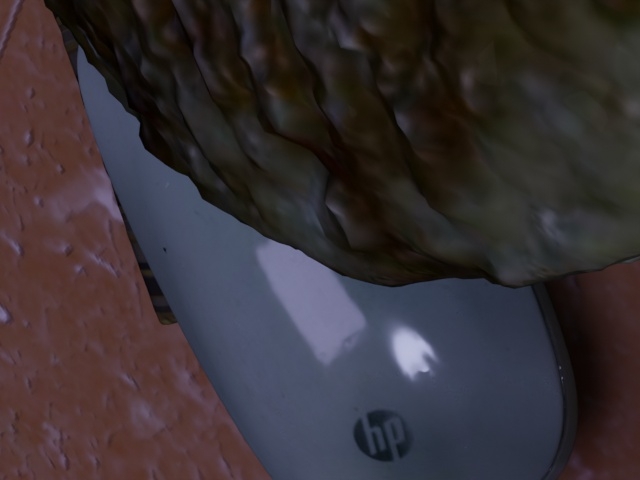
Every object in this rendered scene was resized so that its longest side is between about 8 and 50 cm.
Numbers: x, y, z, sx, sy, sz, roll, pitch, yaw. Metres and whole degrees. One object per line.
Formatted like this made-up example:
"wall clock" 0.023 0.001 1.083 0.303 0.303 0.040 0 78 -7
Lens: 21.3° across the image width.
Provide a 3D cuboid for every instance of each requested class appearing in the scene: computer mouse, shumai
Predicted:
"computer mouse" -0.002 0.002 0.729 0.159 0.097 0.288 -28 95 25
"shumai" 0.101 -0.200 0.448 0.395 0.348 0.395 42 148 34

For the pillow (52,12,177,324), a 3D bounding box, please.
"pillow" -0.070 -0.059 0.818 0.113 0.038 0.203 -9 102 41
